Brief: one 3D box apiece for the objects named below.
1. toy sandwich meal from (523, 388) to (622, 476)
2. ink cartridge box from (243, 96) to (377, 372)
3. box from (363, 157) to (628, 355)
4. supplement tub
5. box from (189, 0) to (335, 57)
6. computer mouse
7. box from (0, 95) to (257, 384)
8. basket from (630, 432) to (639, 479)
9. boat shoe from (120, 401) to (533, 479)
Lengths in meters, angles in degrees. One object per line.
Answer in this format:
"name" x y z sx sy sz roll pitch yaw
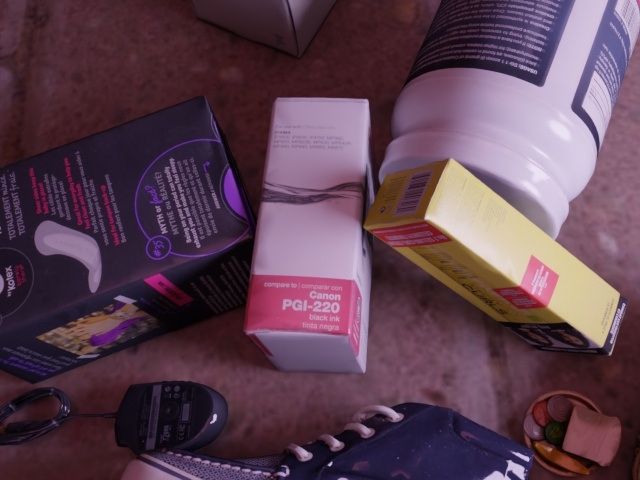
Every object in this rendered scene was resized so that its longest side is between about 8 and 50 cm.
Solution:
"toy sandwich meal" 0.224 0.172 0.640 0.086 0.029 0.085 -2 68 5
"ink cartridge box" 0.000 0.000 0.661 0.092 0.158 0.217 0 69 8
"box" 0.153 0.021 0.610 0.232 0.087 0.058 35 69 -25
"supplement tub" 0.182 -0.146 0.683 0.191 0.191 0.272 21 72 13
"box" -0.039 -0.355 0.822 0.149 0.127 0.232 25 73 14
"computer mouse" -0.202 0.173 0.683 0.242 0.041 0.071 -4 59 11
"box" -0.197 0.004 0.686 0.271 0.143 0.165 -20 66 -2
"basket" 0.369 0.166 0.526 0.214 0.223 0.299 21 73 13
"boat shoe" 0.015 0.202 0.611 0.341 0.127 0.158 19 65 4
